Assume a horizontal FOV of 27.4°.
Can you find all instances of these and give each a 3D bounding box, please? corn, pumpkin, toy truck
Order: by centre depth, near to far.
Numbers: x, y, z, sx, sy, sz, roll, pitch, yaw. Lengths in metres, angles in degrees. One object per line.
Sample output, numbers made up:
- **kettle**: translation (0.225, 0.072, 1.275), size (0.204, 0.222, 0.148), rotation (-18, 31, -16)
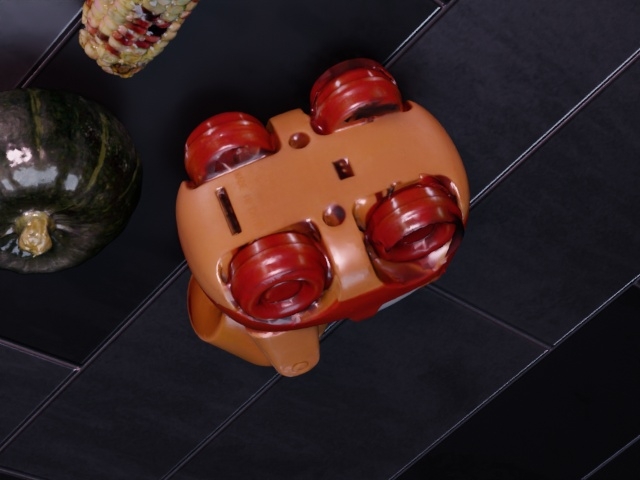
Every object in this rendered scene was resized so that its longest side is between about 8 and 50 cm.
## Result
- **corn**: translation (-0.097, -0.225, 0.933), size (0.086, 0.086, 0.253), rotation (14, 129, -33)
- **pumpkin**: translation (-0.223, -0.044, 1.036), size (0.167, 0.125, 0.167), rotation (-27, 150, -17)
- **toy truck**: translation (0.000, 0.000, 1.139), size (0.264, 0.189, 0.239), rotation (-21, 149, -3)
